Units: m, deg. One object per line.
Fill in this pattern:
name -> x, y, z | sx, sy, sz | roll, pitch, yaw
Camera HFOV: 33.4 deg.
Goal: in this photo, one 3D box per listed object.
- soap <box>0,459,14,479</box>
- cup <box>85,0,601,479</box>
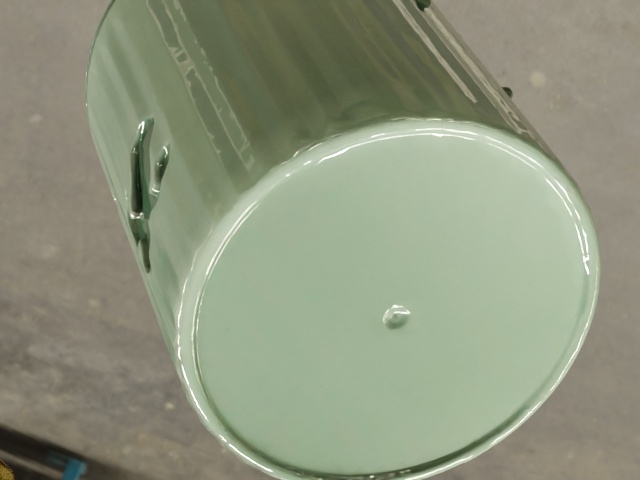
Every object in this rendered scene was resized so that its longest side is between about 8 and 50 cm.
soap -> -0.239, 0.175, 0.374 | 0.281, 0.143, 0.259 | -34, 135, 2
cup -> 0.019, -0.016, 0.801 | 0.310, 0.392, 0.401 | -34, 122, 5
